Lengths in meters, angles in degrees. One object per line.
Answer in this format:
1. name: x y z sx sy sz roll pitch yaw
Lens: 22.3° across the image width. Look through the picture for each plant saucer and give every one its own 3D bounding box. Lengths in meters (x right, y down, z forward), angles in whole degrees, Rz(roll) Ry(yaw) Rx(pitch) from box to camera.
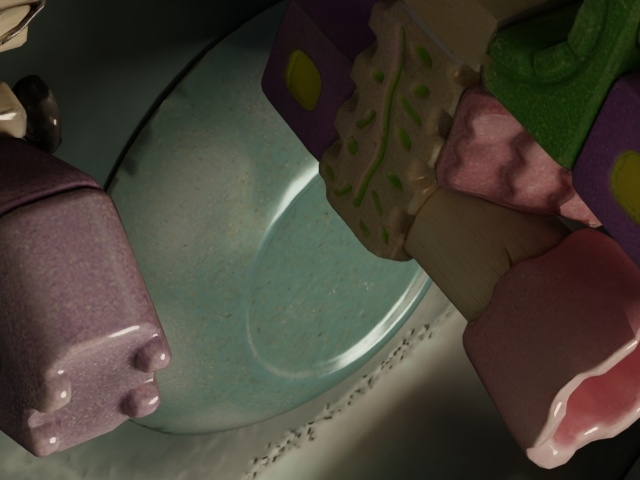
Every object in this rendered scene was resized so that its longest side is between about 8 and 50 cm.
1. plant saucer: 0.000 0.000 0.609 0.195 0.037 0.195 -30 139 -31

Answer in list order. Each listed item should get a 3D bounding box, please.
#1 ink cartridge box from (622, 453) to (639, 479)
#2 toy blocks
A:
1. ink cartridge box: 0.285 0.157 1.044 0.239 0.060 0.275 -58 144 4
2. toy blocks: 0.078 -0.038 0.391 0.309 0.260 0.288 -20 148 -29
